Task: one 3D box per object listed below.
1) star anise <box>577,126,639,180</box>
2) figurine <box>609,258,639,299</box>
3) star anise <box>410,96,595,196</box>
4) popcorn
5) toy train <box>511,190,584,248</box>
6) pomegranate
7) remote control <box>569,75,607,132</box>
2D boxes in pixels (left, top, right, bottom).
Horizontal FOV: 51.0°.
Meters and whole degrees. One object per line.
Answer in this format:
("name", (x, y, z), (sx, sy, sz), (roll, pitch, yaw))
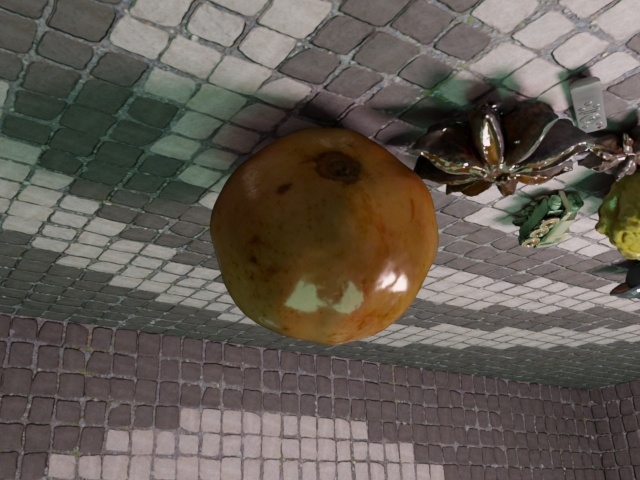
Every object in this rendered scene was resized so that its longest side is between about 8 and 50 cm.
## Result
("star anise", (0.588, -0.171, 1.271), (0.195, 0.065, 0.182), (5, 156, -11))
("figurine", (0.966, 0.100, 1.841), (0.193, 0.140, 0.265), (-8, -173, -35))
("star anise", (0.317, -0.164, 1.206), (0.331, 0.118, 0.332), (2, 164, 0))
("popcorn", (0.697, -0.060, 1.410), (0.225, 0.174, 0.286), (20, 160, -20))
("toy train", (0.525, -0.048, 1.540), (0.125, 0.081, 0.194), (-8, 155, -12))
("pomegranate", (0.000, 0.000, 1.216), (0.411, 0.411, 0.411), (-2, 156, -1))
("remote control", (0.466, -0.235, 1.164), (0.050, 0.027, 0.184), (-11, 160, 23))
